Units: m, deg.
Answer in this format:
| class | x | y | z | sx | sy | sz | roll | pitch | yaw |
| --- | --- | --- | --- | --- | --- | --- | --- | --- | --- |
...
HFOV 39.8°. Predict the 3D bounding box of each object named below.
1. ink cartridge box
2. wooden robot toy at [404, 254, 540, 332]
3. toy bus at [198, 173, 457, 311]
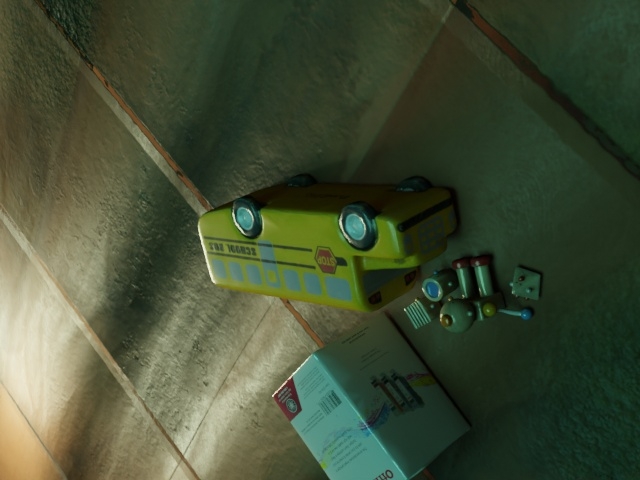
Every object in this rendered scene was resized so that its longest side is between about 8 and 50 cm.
| class | x | y | z | sx | sy | sz | roll | pitch | yaw |
| --- | --- | --- | --- | --- | --- | --- | --- | --- | --- |
| ink cartridge box | 0.059 | 0.204 | 1.048 | 0.176 | 0.127 | 0.128 | 54 | 138 | 13 |
| wooden robot toy | 0.143 | 0.064 | 0.928 | 0.173 | 0.079 | 0.076 | -12 | 100 | 48 |
| toy bus | 0.000 | 0.000 | 1.025 | 0.332 | 0.108 | 0.130 | 6 | 113 | 45 |
